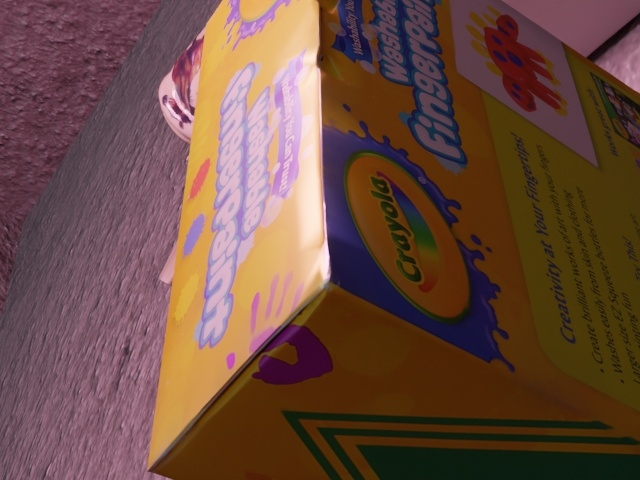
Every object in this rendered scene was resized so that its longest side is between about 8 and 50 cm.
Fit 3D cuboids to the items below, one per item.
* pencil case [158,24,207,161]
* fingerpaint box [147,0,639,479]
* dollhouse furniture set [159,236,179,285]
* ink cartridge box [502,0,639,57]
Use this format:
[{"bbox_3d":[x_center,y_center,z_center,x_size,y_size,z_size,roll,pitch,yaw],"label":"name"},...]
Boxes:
[{"bbox_3d":[-0.026,-0.258,1.258,0.410,0.160,0.183,-47,17,34],"label":"pencil case"},{"bbox_3d":[0.102,0.005,0.726,0.163,0.371,0.445,-48,27,31],"label":"fingerpaint box"},{"bbox_3d":[0.000,0.000,1.180,0.286,0.198,0.303,-64,23,-4],"label":"dollhouse furniture set"},{"bbox_3d":[0.269,-0.401,1.094,0.285,0.166,0.395,-42,29,41],"label":"ink cartridge box"}]
